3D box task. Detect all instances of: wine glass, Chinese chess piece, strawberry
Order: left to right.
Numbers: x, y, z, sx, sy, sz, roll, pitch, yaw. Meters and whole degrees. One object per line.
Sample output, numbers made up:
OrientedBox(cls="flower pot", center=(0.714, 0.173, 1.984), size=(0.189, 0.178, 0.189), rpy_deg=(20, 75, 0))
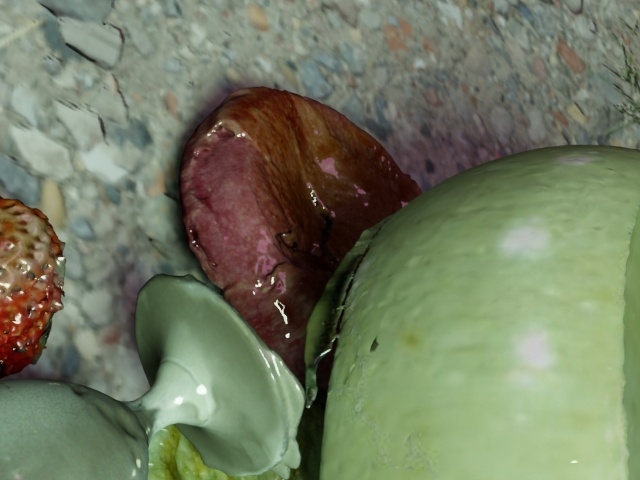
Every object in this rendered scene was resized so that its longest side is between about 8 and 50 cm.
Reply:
OrientedBox(cls="strawberry", center=(-0.151, 0.016, 0.640), size=(0.096, 0.083, 0.083), rpy_deg=(24, 53, -18))
OrientedBox(cls="wine glass", center=(-0.117, 0.102, 0.593), size=(0.222, 0.103, 0.103), rpy_deg=(-31, 93, -35))
OrientedBox(cls="Chinese chess piece", center=(0.122, 0.130, 0.730), size=(0.349, 0.146, 0.349), rpy_deg=(26, 61, -59))

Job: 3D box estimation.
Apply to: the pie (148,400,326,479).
OrientedBox(cls="pie", center=(-0.023, 0.154, 0.723), size=(0.187, 0.041, 0.187), rpy_deg=(23, 54, -36))

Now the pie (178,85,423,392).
OrientedBox(cls="pie", center=(0.000, 0.000, 0.809), size=(0.182, 0.049, 0.182), rpy_deg=(30, 41, -31))
